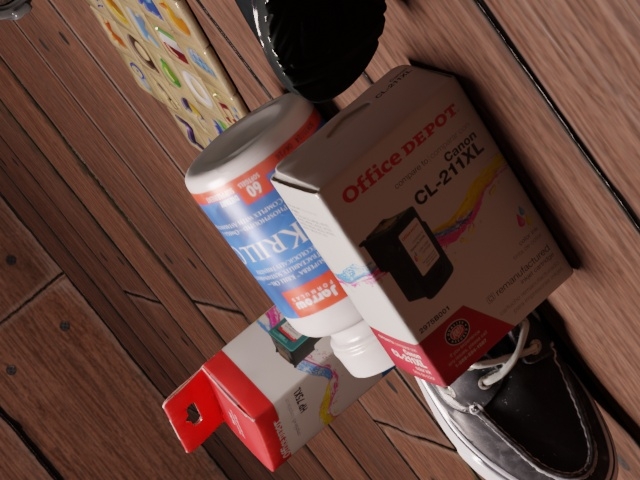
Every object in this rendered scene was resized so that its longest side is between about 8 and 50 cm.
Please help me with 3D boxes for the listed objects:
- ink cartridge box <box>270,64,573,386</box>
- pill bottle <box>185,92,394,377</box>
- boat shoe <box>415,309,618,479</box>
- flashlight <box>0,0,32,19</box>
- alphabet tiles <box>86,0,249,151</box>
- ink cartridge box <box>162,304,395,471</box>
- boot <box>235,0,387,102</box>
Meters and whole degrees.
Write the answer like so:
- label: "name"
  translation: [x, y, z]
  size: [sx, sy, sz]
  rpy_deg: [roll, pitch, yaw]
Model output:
- label: "ink cartridge box"
  translation: [0.069, -0.011, 1.295]
  size: [0.175, 0.127, 0.072]
  rpy_deg: [56, 165, -25]
- label: "pill bottle"
  translation: [0.000, 0.000, 1.576]
  size: [0.221, 0.124, 0.124]
  rpy_deg: [53, 167, -15]
- label: "boat shoe"
  translation: [0.120, 0.075, 1.450]
  size: [0.301, 0.108, 0.102]
  rpy_deg: [55, 169, 8]
- label: "flashlight"
  translation: [-0.387, -0.296, 2.116]
  size: [0.304, 0.103, 0.103]
  rpy_deg: [-155, 54, -64]
- label: "alphabet tiles"
  translation: [-0.153, -0.184, 1.829]
  size: [0.285, 0.011, 0.342]
  rpy_deg: [36, 161, 49]
- label: "ink cartridge box"
  translation: [-0.024, 0.121, 1.762]
  size: [0.078, 0.231, 0.134]
  rpy_deg: [44, 167, 24]
- label: "boot"
  translation: [-0.069, -0.222, 1.223]
  size: [0.207, 0.094, 0.246]
  rpy_deg: [32, 152, 44]
